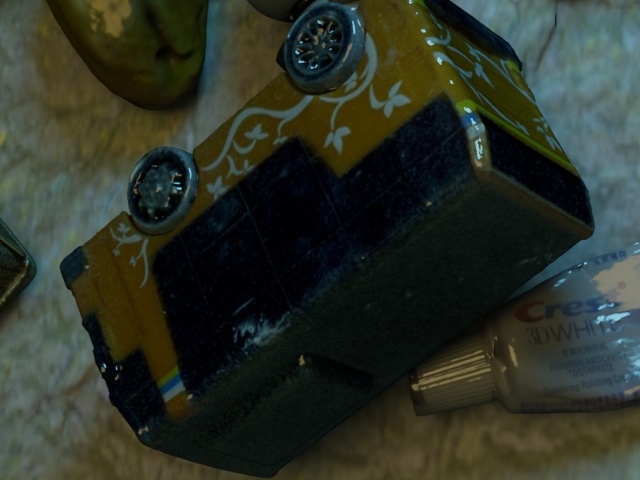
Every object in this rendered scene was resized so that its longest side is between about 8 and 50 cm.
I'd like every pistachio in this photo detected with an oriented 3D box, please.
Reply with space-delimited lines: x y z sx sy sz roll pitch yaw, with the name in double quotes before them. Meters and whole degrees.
"pistachio" -0.153 -0.190 1.252 0.100 0.110 0.189 -41 65 42

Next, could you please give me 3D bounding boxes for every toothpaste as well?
"toothpaste" 0.194 0.063 1.102 0.282 0.068 0.099 -17 101 9

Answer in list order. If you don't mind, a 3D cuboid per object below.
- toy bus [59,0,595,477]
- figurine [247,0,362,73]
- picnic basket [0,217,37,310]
"toy bus" 0.000 0.000 1.087 0.323 0.162 0.194 -40 54 20
"figurine" 0.001 -0.187 1.186 0.126 0.147 0.192 -39 81 -6
"picnic basket" -0.314 0.002 1.283 0.115 0.079 0.164 -46 68 5
